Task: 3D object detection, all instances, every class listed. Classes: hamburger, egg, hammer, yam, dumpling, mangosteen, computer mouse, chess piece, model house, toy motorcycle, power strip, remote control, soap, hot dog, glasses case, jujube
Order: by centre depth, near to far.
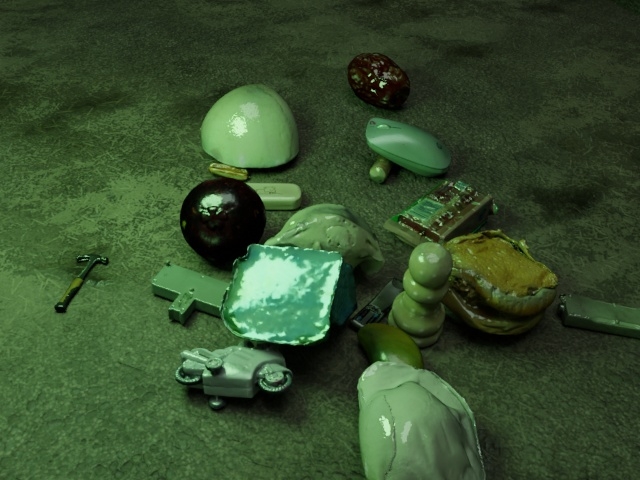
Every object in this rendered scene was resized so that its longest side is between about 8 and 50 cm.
[{"bbox_3d":[0.205,0.402,1.360,0.260,0.181,0.341,5,19,-13],"label":"dumpling"},{"bbox_3d":[-0.182,0.280,1.518,0.260,0.110,0.171,4,25,9],"label":"toy motorcycle"},{"bbox_3d":[0.245,0.119,1.608,0.142,0.261,0.143,5,42,-4],"label":"chess piece"},{"bbox_3d":[-0.063,0.152,1.610,0.261,0.241,0.226,6,73,17],"label":"model house"},{"bbox_3d":[-0.319,0.136,1.685,0.215,0.061,0.145,16,42,14],"label":"power strip"},{"bbox_3d":[0.433,0.104,1.710,0.318,0.158,0.319,8,37,-6],"label":"hamburger"},{"bbox_3d":[0.152,0.161,1.724,0.059,0.028,0.212,27,47,25],"label":"remote control"},{"bbox_3d":[-0.613,0.102,1.725,0.078,0.021,0.201,11,41,8],"label":"hammer"},{"bbox_3d":[0.741,0.195,1.725,0.285,0.048,0.080,10,44,6],"label":"power strip"},{"bbox_3d":[0.000,0.000,1.749,0.318,0.187,0.243,13,-4,-22],"label":"dumpling"},{"bbox_3d":[-0.250,-0.055,1.816,0.228,0.228,0.265,11,1,7],"label":"mangosteen"},{"bbox_3d":[0.347,-0.070,1.947,0.218,0.098,0.273,33,49,27],"label":"soap"},{"bbox_3d":[-0.153,-0.128,2.002,0.196,0.050,0.083,-1,44,-6],"label":"glasses case"},{"bbox_3d":[-0.280,-0.206,2.091,0.133,0.041,0.056,11,42,-4],"label":"hot dog"},{"bbox_3d":[0.281,-0.303,2.142,0.288,0.097,0.159,27,46,-10],"label":"computer mouse"},{"bbox_3d":[-0.221,-0.380,2.152,0.337,0.201,0.337,2,35,-1],"label":"egg"},{"bbox_3d":[0.219,-0.282,2.199,0.066,0.066,0.300,14,42,10],"label":"yam"},{"bbox_3d":[0.204,-0.569,2.445,0.183,0.183,0.243,-25,57,-29],"label":"jujube"}]

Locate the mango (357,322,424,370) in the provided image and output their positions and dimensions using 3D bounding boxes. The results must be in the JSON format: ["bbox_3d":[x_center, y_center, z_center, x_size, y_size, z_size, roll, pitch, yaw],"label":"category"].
[{"bbox_3d":[0.167,0.257,1.576,0.122,0.085,0.191,-13,46,-14],"label":"mango"}]
